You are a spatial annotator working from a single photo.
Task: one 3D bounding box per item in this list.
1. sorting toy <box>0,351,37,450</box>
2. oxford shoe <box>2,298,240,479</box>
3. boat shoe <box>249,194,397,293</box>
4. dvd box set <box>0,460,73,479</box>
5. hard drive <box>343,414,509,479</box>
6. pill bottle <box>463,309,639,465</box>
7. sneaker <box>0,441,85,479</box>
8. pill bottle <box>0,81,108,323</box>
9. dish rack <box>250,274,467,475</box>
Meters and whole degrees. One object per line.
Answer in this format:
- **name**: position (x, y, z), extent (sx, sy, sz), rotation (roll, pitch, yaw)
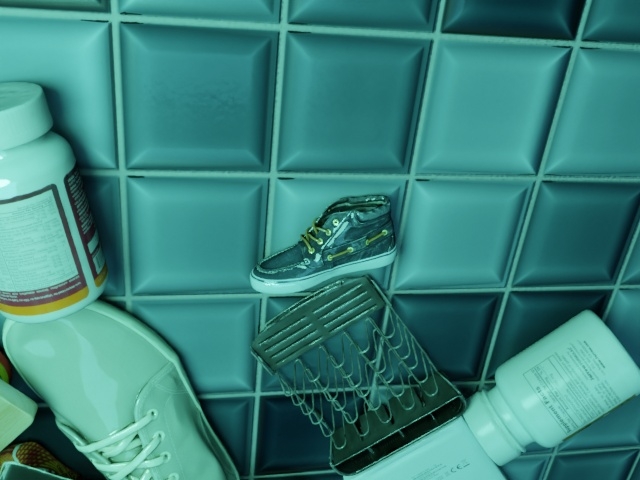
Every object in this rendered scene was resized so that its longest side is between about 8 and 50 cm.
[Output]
- **sorting toy**: position (-0.494, 0.176, 0.781), extent (0.257, 0.089, 0.255), rotation (-40, 114, 14)
- **oxford shoe**: position (-0.229, 0.245, 0.876), extent (0.169, 0.130, 0.449), rotation (-23, 121, 6)
- **boat shoe**: position (0.000, 0.000, 0.818), extent (0.183, 0.065, 0.083), rotation (-15, 121, -11)
- **dvd box set**: position (-0.349, 0.466, 0.909), extent (0.307, 0.062, 0.420), rotation (29, 120, -23)
- **hard drive**: position (0.195, 0.408, 1.114), extent (0.203, 0.040, 0.307), rotation (-31, 122, 7)
- **pill bottle**: position (0.318, 0.211, 0.968), extent (0.229, 0.131, 0.131), rotation (-36, 121, 11)
- **sneaker**: position (-0.375, 0.335, 0.947), extent (0.067, 0.064, 0.175), rotation (-16, 119, 22)
- **pill bottle**: position (-0.297, -0.036, 0.694), extent (0.121, 0.121, 0.221), rotation (-10, 121, -6)
- **dish rack**: position (0.047, 0.178, 0.925), extent (0.208, 0.074, 0.271), rotation (-32, 121, 7)
